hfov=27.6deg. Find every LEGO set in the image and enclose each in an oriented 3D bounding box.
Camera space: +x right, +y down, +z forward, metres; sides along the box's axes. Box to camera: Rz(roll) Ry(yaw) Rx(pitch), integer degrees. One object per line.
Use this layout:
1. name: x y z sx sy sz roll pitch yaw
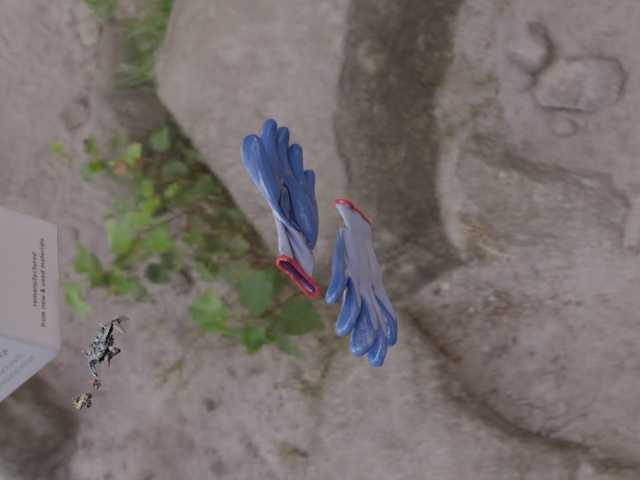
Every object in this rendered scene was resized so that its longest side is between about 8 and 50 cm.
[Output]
1. LEGO set: -0.177 0.092 1.025 0.054 0.023 0.083 -41 24 47

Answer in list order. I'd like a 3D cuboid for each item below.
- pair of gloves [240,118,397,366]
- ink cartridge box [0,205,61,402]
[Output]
1. pair of gloves: 0.000 0.000 0.998 0.023 0.198 0.159 -27 43 21
2. ink cartridge box: -0.496 0.060 1.267 0.285 0.395 0.166 -37 48 35
